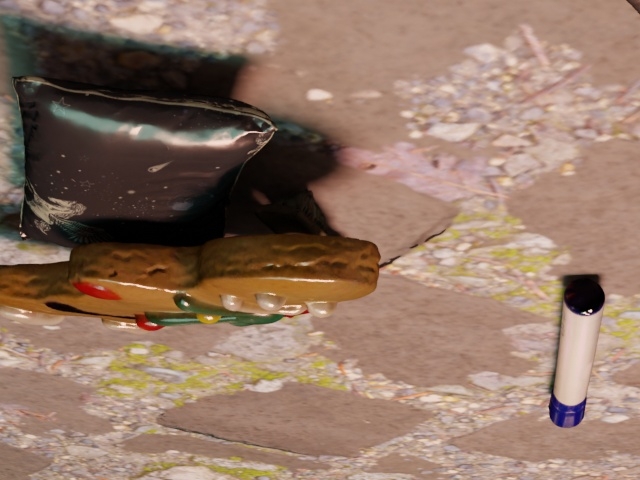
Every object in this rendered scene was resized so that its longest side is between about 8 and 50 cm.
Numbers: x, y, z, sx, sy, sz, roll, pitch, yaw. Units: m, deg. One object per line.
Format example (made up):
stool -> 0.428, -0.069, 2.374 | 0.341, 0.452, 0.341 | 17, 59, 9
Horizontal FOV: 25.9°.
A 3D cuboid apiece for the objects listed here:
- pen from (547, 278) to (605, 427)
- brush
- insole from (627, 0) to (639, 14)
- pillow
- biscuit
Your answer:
pen -> 0.200, 0.093, 1.095 | 0.033, 0.033, 0.269 | 0, 155, 7
brush -> 0.000, 0.000, 0.930 | 0.034, 0.027, 0.190 | 0, 163, 18
insole -> 0.204, -0.114, 0.662 | 0.110, 0.012, 0.309 | -17, 149, 41
pillow -> -0.112, -0.038, 0.817 | 0.141, 0.055, 0.208 | 6, 158, -11
biscuit -> -0.086, 0.032, 0.893 | 0.197, 0.049, 0.301 | 5, 171, -45
